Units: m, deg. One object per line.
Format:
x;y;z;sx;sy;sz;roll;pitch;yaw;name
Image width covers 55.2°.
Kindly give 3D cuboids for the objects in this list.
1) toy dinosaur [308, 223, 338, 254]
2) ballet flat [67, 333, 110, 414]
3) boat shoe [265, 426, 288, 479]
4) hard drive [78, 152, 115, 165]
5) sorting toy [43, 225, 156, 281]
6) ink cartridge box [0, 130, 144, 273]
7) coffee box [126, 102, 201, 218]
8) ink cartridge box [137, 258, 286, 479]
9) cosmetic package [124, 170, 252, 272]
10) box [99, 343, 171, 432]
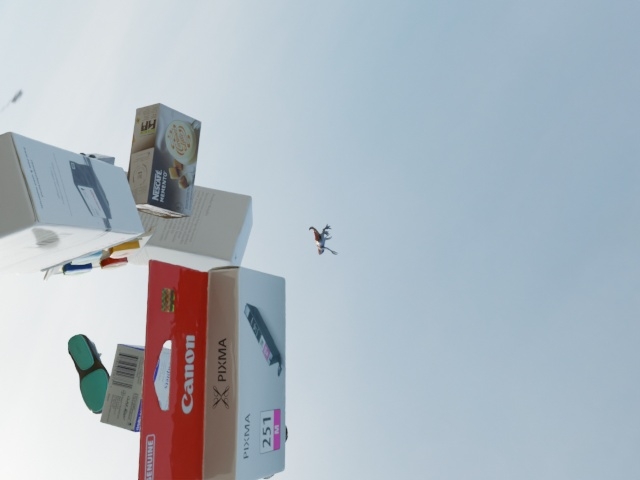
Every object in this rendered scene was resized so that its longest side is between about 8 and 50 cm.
0.000;0.000;1.384;0.047;0.090;0.082;-90;-156;-46;toy dinosaur
-0.504;0.299;1.366;0.074;0.074;0.203;-44;-119;18;ballet flat
-0.134;0.486;1.484;0.104;0.308;0.111;0;-139;14;boat shoe
-0.517;-0.123;1.111;0.172;0.254;0.054;16;-67;55;hard drive
-0.459;0.035;1.277;0.193;0.208;0.038;-34;-105;54;sorting toy
-0.438;-0.039;0.903;0.223;0.307;0.129;-19;-94;7;ink cartridge box
-0.383;-0.189;1.493;0.098;0.141;0.247;-2;-102;36;coffee box
-0.124;0.169;0.781;0.060;0.239;0.275;-5;-102;24;ink cartridge box
-0.444;-0.042;1.794;0.452;0.162;0.230;12;-121;2;cosmetic package
-0.281;0.242;1.013;0.072;0.137;0.126;7;-99;21;box
